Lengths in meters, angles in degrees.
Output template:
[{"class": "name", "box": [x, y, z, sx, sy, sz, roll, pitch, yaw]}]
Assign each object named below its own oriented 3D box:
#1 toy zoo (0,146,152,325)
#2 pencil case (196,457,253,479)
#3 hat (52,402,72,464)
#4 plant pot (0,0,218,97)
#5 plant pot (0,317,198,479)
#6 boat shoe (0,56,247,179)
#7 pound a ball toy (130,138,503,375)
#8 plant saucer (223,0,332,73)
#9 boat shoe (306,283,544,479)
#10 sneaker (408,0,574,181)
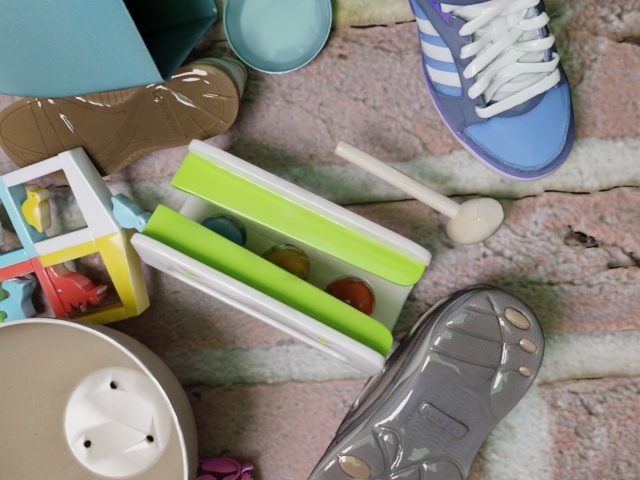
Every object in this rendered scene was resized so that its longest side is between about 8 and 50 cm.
[{"class": "toy zoo", "box": [-0.318, 0.016, 0.691, 0.293, 0.030, 0.192, -14, 104, 17]}, {"class": "pencil case", "box": [-0.107, 0.363, 0.709, 0.098, 0.095, 0.209, -12, 97, -16]}, {"class": "hat", "box": [-0.434, 0.260, 0.768, 0.208, 0.183, 0.173, -42, 105, -33]}, {"class": "plant pot", "box": [-0.259, -0.243, 0.605, 0.234, 0.165, 0.165, -7, 129, 19]}, {"class": "plant pot", "box": [-0.251, 0.217, 0.650, 0.284, 0.191, 0.284, 0, 87, 5]}, {"class": "boat shoe", "box": [-0.217, -0.139, 0.680, 0.285, 0.089, 0.104, -8, 121, 10]}, {"class": "pound a ball toy", "box": [0.000, 0.000, 0.652, 0.319, 0.136, 0.208, 25, 73, 4]}, {"class": "plant saucer", "box": [-0.046, -0.242, 0.670, 0.119, 0.021, 0.119, 1, 96, 7]}, {"class": "boat shoe", "box": [0.095, 0.198, 0.645, 0.132, 0.130, 0.355, 38, 98, -2]}, {"class": "sneaker", "box": [0.148, -0.200, 0.540, 0.130, 0.236, 0.323, -24, 92, 9]}]
